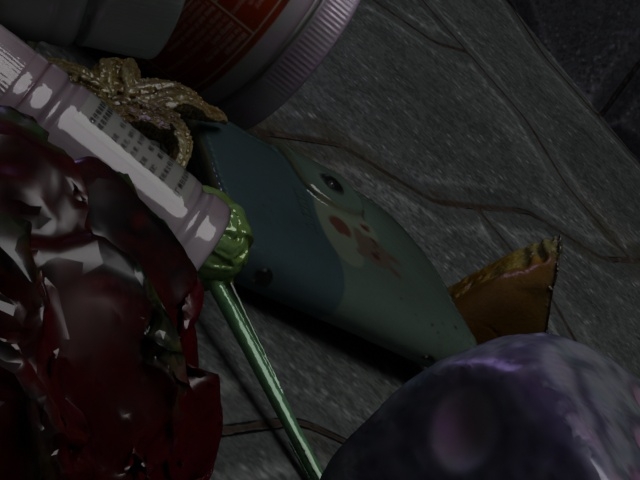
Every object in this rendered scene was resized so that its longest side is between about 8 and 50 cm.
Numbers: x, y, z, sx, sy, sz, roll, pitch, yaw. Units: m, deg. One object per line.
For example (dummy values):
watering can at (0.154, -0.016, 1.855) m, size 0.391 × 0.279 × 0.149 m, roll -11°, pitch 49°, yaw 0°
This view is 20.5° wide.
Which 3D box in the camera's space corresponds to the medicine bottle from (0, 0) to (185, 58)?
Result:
medicine bottle at (-0.277, -0.268, 1.480) m, size 0.332 × 0.190 × 0.190 m, roll 9°, pitch 31°, yaw -15°

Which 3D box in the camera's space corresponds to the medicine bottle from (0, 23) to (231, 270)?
medicine bottle at (-0.206, -0.053, 1.453) m, size 0.249 × 0.133 × 0.133 m, roll 38°, pitch 21°, yaw -13°

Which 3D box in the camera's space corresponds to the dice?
dice at (0.171, 0.254, 1.372) m, size 0.270 × 0.270 × 0.271 m, roll 24°, pitch 28°, yaw -46°

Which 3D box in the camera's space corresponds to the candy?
candy at (-0.057, 0.096, 1.554) m, size 0.335 × 0.092 × 0.093 m, roll 62°, pitch 14°, yaw 20°

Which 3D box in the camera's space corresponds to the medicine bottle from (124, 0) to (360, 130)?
medicine bottle at (-0.115, -0.282, 1.908) m, size 0.241 × 0.252 × 0.252 m, roll 38°, pitch 21°, yaw -21°

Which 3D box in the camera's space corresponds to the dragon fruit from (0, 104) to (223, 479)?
dragon fruit at (-0.206, 0.079, 0.939) m, size 0.329 × 0.329 × 0.329 m, roll 38°, pitch 21°, yaw -17°

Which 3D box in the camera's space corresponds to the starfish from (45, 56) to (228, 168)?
starfish at (-0.197, -0.127, 1.680) m, size 0.236 × 0.062 × 0.277 m, roll 35°, pitch 33°, yaw 27°

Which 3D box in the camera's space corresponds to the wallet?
wallet at (0.000, 0.000, 1.822) m, size 0.360 × 0.083 × 0.252 m, roll 27°, pitch 28°, yaw -36°

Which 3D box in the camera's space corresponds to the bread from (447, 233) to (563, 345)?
bread at (0.236, 0.100, 2.021) m, size 0.160 × 0.169 × 0.140 m, roll 57°, pitch 17°, yaw -9°

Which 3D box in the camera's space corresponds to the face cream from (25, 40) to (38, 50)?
face cream at (-0.231, -0.333, 1.747) m, size 0.084 × 0.137 × 0.341 m, roll 12°, pitch 45°, yaw 9°
